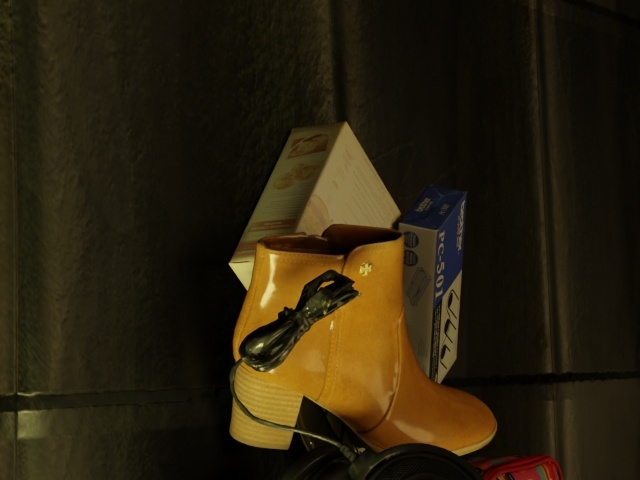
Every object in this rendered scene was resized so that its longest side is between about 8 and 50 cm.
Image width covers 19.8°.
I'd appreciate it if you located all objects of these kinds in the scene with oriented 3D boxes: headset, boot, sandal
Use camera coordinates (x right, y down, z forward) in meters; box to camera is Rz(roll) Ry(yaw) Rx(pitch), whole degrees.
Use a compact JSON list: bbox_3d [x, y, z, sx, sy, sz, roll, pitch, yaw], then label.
[{"bbox_3d":[0.062,0.227,1.602,0.185,0.243,0.394,-43,107,-29],"label":"headset"},{"bbox_3d":[0.060,0.092,1.706,0.295,0.104,0.211,4,111,-27],"label":"boot"},{"bbox_3d":[0.031,0.218,1.814,0.090,0.060,0.219,-45,112,-33],"label":"sandal"}]

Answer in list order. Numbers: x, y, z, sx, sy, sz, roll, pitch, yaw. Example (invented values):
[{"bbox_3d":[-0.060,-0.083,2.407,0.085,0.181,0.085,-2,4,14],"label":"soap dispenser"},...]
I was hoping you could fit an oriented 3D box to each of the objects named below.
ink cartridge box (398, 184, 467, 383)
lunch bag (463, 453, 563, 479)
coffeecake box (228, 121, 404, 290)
[{"bbox_3d":[0.113,0.056,1.922,0.097,0.046,0.207,-49,145,-55],"label":"ink cartridge box"},{"bbox_3d":[0.198,0.383,2.021,0.258,0.120,0.293,-1,88,-62],"label":"lunch bag"},{"bbox_3d":[0.000,0.000,1.794,0.142,0.068,0.185,58,41,-36],"label":"coffeecake box"}]
